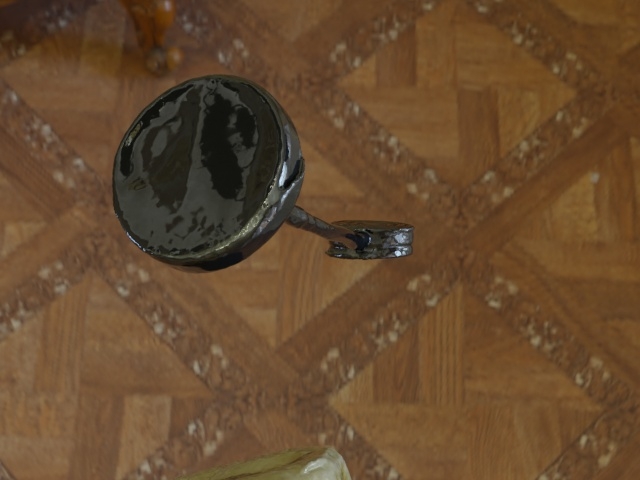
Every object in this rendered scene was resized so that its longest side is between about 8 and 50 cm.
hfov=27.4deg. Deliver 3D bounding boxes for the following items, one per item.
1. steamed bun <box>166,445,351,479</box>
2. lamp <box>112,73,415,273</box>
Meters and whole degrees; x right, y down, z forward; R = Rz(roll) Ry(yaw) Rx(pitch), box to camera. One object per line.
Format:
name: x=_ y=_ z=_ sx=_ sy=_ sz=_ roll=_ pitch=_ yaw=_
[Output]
steamed bun: x=-0.049 y=0.219 z=0.799 sx=0.172 sy=0.141 sz=0.155 roll=-18 pitch=89 yaw=16
lamp: x=-0.001 y=-0.038 z=0.849 sx=0.130 sy=0.371 sz=0.109 roll=1 pitch=91 yaw=26
